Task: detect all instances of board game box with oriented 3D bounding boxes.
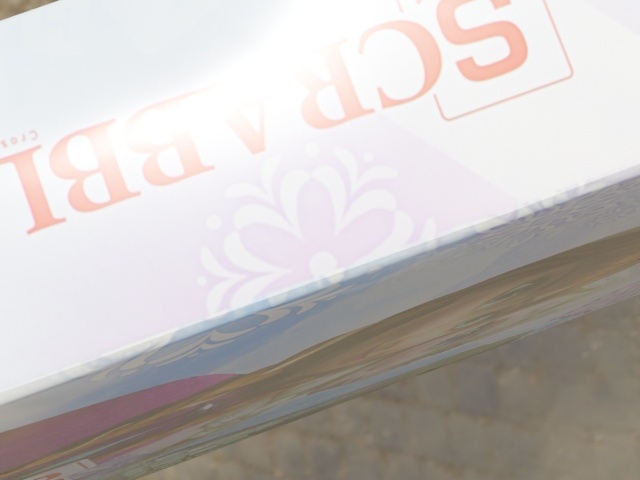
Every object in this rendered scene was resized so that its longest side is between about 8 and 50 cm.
[{"bbox_3d":[0.000,0.000,0.461,0.318,0.318,0.066,102,147,-80],"label":"board game box"}]
